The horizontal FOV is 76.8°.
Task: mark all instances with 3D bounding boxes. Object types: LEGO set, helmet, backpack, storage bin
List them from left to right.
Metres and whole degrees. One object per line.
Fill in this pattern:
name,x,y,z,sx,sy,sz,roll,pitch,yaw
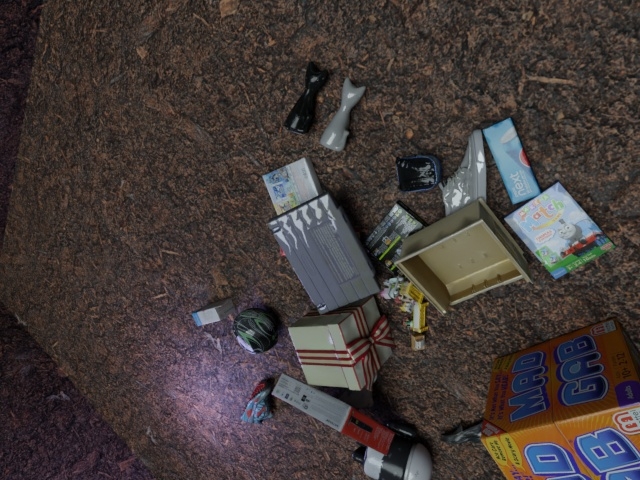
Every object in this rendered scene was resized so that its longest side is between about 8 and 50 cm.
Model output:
helmet,-0.255,0.344,1.582,0.170,0.169,0.161,-5,120,29
LEGO set,0.267,0.216,1.294,0.107,0.132,0.287,6,134,44
backpack,0.284,-0.194,1.151,0.114,0.084,0.105,1,106,36
storage bin,0.394,0.060,1.116,0.262,0.123,0.260,-32,111,35

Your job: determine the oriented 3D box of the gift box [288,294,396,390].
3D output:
gift box,0.093,0.347,1.353,0.258,0.255,0.276,-14,103,40

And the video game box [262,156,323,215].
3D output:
video game box,-0.083,-0.158,1.384,0.187,0.048,0.205,-16,98,30

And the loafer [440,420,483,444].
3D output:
loafer,0.482,0.644,1.356,0.170,0.062,0.061,-21,74,29

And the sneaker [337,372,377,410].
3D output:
sneaker,0.161,0.553,1.484,0.115,0.090,0.232,36,129,6

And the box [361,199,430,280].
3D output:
box,0.253,0.004,1.262,0.184,0.045,0.190,41,120,8

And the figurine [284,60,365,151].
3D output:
figurine,0.017,-0.406,1.227,0.215,0.092,0.209,29,114,16

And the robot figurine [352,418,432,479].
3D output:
robot figurine,0.260,0.784,1.452,0.278,0.173,0.209,10,122,25

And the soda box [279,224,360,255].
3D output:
soda box,0.000,0.000,1.327,0.263,0.083,0.092,0,109,8

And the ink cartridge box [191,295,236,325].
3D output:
ink cartridge box,-0.434,0.296,1.693,0.181,0.104,0.061,-19,98,32

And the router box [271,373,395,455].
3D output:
router box,0.044,0.600,1.401,0.336,0.082,0.301,5,149,46

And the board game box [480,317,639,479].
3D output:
board game box,0.679,0.482,1.010,0.356,0.356,0.356,-35,89,33

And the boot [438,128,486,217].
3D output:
boot,0.384,-0.165,1.100,0.124,0.095,0.258,-2,107,22

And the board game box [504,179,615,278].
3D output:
board game box,0.619,-0.026,1.058,0.160,0.039,0.211,-42,84,33

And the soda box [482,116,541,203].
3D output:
soda box,0.496,-0.207,1.045,0.071,0.067,0.210,-22,96,32

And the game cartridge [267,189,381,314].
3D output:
game cartridge,0.019,0.043,1.265,0.230,0.068,0.355,-25,105,13

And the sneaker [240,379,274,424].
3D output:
sneaker,-0.248,0.707,1.756,0.125,0.104,0.261,27,123,-2
